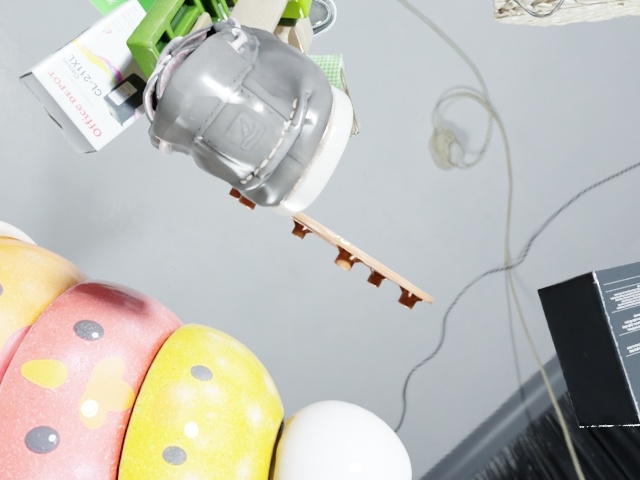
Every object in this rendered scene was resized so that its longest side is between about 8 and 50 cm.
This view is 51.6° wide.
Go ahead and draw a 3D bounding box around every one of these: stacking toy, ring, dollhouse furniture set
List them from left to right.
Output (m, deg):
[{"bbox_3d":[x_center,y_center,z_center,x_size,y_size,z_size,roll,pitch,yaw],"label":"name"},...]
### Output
[{"bbox_3d":[-0.155,0.170,0.616,0.480,0.350,0.351,5,114,8],"label":"stacking toy"},{"bbox_3d":[-0.082,-0.199,0.896,0.197,0.151,0.301,11,153,22],"label":"dollhouse furniture set"},{"bbox_3d":[0.000,0.000,0.881,0.336,0.336,0.032,32,89,-20],"label":"ring"}]

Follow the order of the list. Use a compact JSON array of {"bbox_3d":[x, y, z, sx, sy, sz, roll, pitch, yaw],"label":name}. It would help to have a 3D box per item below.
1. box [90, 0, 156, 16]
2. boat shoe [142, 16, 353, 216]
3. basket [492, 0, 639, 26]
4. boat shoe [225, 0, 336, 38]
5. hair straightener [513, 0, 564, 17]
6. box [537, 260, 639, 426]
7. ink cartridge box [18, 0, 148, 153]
[{"bbox_3d":[-0.444,-0.692,1.687,0.262,0.231,0.127,-27,131,15],"label":"box"},{"bbox_3d":[-0.078,-0.112,0.465,0.095,0.335,0.112,28,97,-27],"label":"boat shoe"},{"bbox_3d":[0.242,-0.249,0.579,0.113,0.167,0.103,-13,106,-41],"label":"basket"},{"bbox_3d":[-0.109,-0.480,1.414,0.335,0.119,0.121,-11,102,-21],"label":"boat shoe"},{"bbox_3d":[0.193,-0.218,0.488,0.047,0.230,0.089,-17,94,-24],"label":"hair straightener"},{"bbox_3d":[0.430,0.119,0.862,0.261,0.103,0.184,-8,76,-30],"label":"box"},{"bbox_3d":[-0.287,-0.218,0.890,0.175,0.072,0.127,-48,120,-24],"label":"ink cartridge box"}]
